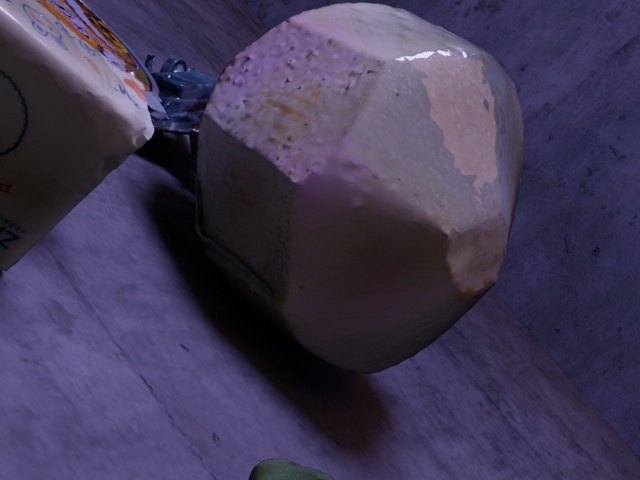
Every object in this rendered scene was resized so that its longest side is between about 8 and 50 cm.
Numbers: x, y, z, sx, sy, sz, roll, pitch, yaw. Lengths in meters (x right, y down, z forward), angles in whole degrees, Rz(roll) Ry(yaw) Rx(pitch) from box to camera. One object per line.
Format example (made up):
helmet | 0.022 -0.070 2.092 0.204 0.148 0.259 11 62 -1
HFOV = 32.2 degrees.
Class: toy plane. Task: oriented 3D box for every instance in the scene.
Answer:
toy plane | -0.160 -0.145 1.192 0.223 0.104 0.326 23 5 22

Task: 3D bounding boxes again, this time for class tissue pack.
tissue pack | -0.220 -0.089 0.668 0.196 0.148 0.092 38 18 -38

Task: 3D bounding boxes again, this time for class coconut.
coconut | 0.049 -0.047 1.069 0.352 0.352 0.352 45 11 -12

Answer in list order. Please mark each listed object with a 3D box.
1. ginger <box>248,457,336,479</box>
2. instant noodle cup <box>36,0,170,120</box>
ginger | 0.028 0.243 0.628 0.137 0.089 0.290 0 41 -50
instant noodle cup | -0.224 -0.122 0.808 0.208 0.125 0.177 49 9 27
